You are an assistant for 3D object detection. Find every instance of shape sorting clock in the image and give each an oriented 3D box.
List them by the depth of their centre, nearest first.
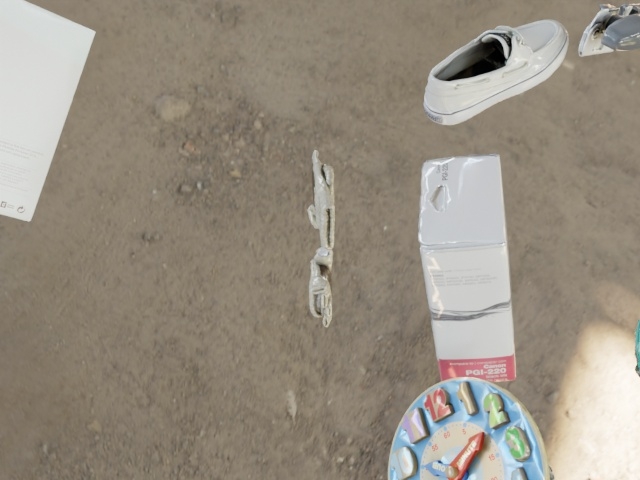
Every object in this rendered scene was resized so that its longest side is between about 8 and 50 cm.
[{"bbox_3d":[0.148,0.248,0.855,0.040,0.206,0.206,21,46,-37],"label":"shape sorting clock"}]

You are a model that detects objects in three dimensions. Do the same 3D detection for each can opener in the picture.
[{"bbox_3d":[0.502,-0.323,1.263,0.283,0.076,0.095,-17,46,-40],"label":"can opener"}]

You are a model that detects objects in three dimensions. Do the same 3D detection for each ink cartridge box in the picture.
[{"bbox_3d":[0.169,0.034,0.918,0.092,0.218,0.158,-6,40,14],"label":"ink cartridge box"}]

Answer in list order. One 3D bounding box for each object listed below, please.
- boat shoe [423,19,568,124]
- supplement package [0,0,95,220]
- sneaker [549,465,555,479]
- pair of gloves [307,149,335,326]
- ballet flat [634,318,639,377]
[{"bbox_3d":[0.261,-0.270,1.188,0.267,0.088,0.096,-28,56,-15],"label":"boat shoe"},{"bbox_3d":[-0.366,-0.152,0.796,0.194,0.203,0.149,18,3,-39],"label":"supplement package"},{"bbox_3d":[0.239,0.316,0.905,0.068,0.071,0.170,5,54,-17],"label":"sneaker"},{"bbox_3d":[0.000,0.000,1.280,0.042,0.240,0.204,0,34,0],"label":"pair of gloves"},{"bbox_3d":[0.478,0.194,1.073,0.077,0.091,0.241,43,32,-28],"label":"ballet flat"}]
